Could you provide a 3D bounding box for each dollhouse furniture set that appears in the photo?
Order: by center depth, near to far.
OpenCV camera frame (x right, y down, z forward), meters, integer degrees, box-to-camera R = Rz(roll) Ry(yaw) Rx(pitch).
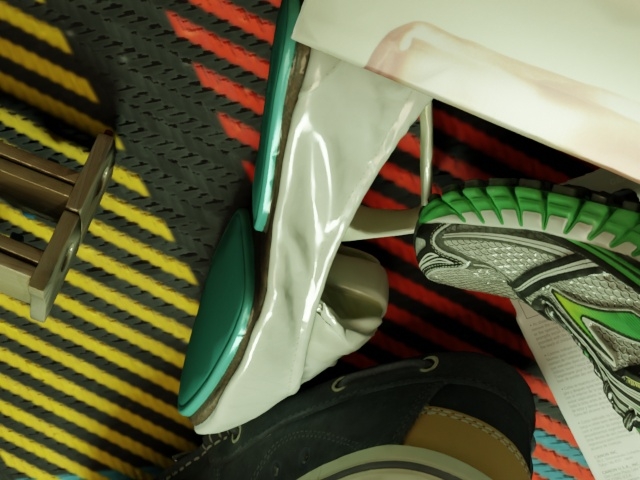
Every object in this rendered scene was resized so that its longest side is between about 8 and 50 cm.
[{"bbox_3d":[-0.231,-0.010,1.419,0.129,0.129,0.183,22,157,2],"label":"dollhouse furniture set"}]

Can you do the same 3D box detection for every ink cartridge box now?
[{"bbox_3d":[0.227,0.049,1.332,0.181,0.056,0.224,-21,100,34],"label":"ink cartridge box"}]

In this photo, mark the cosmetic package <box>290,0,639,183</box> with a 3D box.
[{"bbox_3d":[0.152,-0.140,1.120,0.296,0.153,0.129,24,132,2],"label":"cosmetic package"}]

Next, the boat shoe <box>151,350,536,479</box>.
[{"bbox_3d":[-0.016,0.202,1.480,0.187,0.156,0.500,39,143,-19],"label":"boat shoe"}]

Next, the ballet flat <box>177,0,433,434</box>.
[{"bbox_3d":[0.000,0.000,1.326,0.139,0.139,0.400,21,132,3],"label":"ballet flat"}]

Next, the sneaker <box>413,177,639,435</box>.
[{"bbox_3d":[0.190,0.051,1.190,0.343,0.134,0.146,20,95,39],"label":"sneaker"}]
